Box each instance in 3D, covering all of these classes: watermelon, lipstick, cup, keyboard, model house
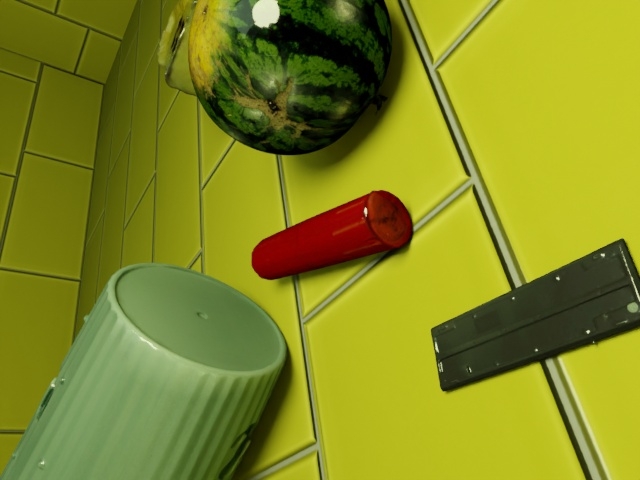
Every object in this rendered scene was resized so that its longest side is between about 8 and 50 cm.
[{"bbox_3d":[-0.040,-0.242,0.674,0.269,0.269,0.269,-28,55,50],"label":"watermelon"},{"bbox_3d":[0.001,0.001,0.682,0.279,0.073,0.073,-18,63,54],"label":"lipstick"},{"bbox_3d":[-0.266,0.244,0.799,0.392,0.310,0.401,-61,36,14],"label":"cup"},{"bbox_3d":[0.168,0.072,0.443,0.202,0.011,0.067,-39,46,45],"label":"keyboard"},{"bbox_3d":[-0.198,-0.376,1.032,0.175,0.193,0.234,-60,32,25],"label":"model house"}]
